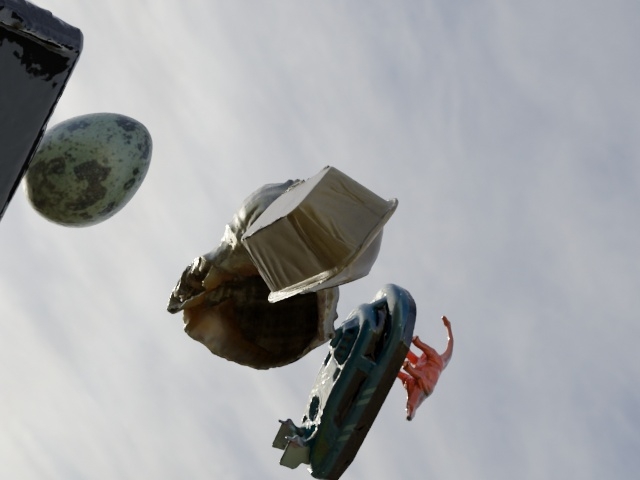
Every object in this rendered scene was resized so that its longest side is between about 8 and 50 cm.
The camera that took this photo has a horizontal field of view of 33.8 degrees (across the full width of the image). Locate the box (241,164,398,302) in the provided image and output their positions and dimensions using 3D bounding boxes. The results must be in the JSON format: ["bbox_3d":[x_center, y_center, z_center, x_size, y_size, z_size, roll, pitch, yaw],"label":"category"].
[{"bbox_3d":[0.000,0.000,0.976,0.111,0.111,0.177,51,-29,-9],"label":"box"}]

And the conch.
[{"bbox_3d":[-0.053,0.037,1.361,0.291,0.159,0.210,-26,-82,33],"label":"conch"}]

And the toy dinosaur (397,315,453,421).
[{"bbox_3d":[0.151,0.178,1.545,0.055,0.280,0.101,-21,-66,33],"label":"toy dinosaur"}]

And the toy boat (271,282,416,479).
[{"bbox_3d":[0.030,0.192,1.499,0.092,0.299,0.134,21,11,-22],"label":"toy boat"}]

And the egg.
[{"bbox_3d":[-0.285,-0.090,1.297,0.132,0.172,0.132,55,-3,5],"label":"egg"}]

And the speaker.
[{"bbox_3d":[-0.374,-0.105,0.947,0.180,0.184,0.388,35,-70,10],"label":"speaker"}]
